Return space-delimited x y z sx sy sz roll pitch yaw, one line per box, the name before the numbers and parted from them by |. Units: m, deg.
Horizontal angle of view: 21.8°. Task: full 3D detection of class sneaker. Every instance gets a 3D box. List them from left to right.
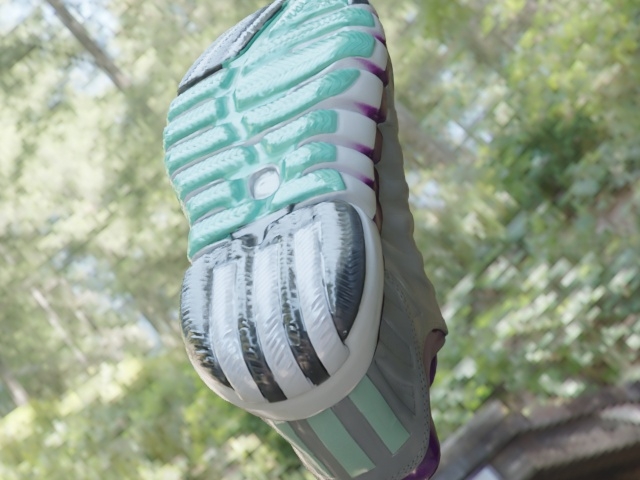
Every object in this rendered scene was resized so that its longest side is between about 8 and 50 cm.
sneaker | 0.000 0.000 0.565 0.083 0.223 0.098 -21 -56 17
